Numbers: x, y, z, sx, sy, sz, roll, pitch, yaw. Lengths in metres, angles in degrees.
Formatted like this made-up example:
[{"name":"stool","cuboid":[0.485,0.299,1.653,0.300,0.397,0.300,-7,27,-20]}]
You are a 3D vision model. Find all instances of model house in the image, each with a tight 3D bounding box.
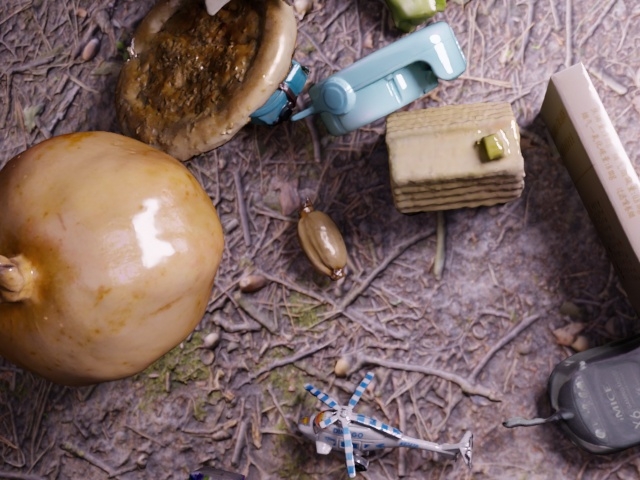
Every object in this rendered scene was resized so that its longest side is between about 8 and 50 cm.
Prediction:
[{"name":"model house","cuboid":[0.194,-0.132,0.966,0.193,0.234,0.175,-4,86,11]}]

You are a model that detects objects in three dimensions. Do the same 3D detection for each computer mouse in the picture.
[{"name":"computer mouse","cuboid":[0.456,0.220,0.962,0.379,0.090,0.167,-20,82,18]}]

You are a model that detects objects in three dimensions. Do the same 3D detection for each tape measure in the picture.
[{"name":"tape measure","cuboid":[-0.102,-0.266,1.122,0.146,0.081,0.125,30,92,20]}]

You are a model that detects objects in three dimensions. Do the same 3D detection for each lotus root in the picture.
[{"name":"lotus root","cuboid":[0.000,0.000,1.095,0.073,0.062,0.150,-32,78,33]}]

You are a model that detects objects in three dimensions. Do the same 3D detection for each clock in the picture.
[{"name":"clock","cuboid":[0.089,-0.242,1.013,0.274,0.223,0.094,-25,100,18]}]

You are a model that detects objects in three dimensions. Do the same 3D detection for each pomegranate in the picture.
[{"name":"pomegranate","cuboid":[-0.362,0.032,1.010,0.411,0.411,0.412,-1,87,14]}]

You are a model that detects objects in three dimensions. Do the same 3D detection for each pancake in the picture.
[{"name":"pancake","cuboid":[-0.216,-0.308,1.111,0.382,0.071,0.382,-10,69,28]}]

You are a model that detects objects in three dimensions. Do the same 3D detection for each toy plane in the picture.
[{"name":"toy plane","cuboid":[0.100,0.314,1.056,0.273,0.107,0.182,-2,43,-4]}]

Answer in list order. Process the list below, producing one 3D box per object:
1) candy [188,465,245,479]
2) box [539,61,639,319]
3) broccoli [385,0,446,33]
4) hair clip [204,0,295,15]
[{"name":"candy","cuboid":[-0.197,0.551,1.116,0.088,0.061,0.313,8,88,15]},{"name":"box","cuboid":[0.416,-0.056,0.922,0.051,0.204,0.365,-24,82,12]},{"name":"broccoli","cuboid":[0.094,-0.568,1.022,0.397,0.275,0.353,42,141,18]},{"name":"hair clip","cuboid":[-0.118,-0.508,0.994,0.172,0.113,0.282,4,123,29]}]
